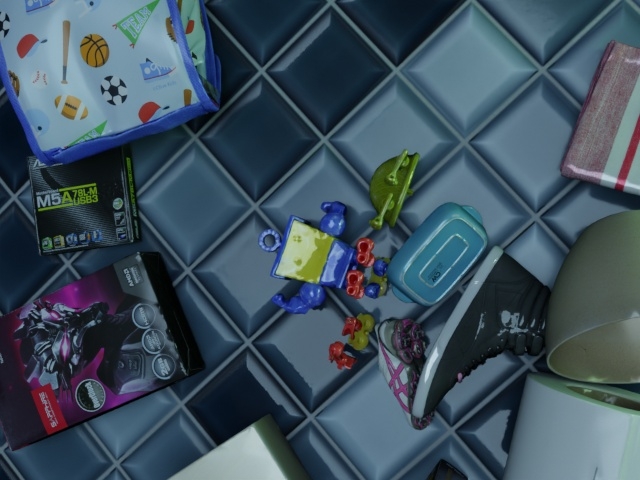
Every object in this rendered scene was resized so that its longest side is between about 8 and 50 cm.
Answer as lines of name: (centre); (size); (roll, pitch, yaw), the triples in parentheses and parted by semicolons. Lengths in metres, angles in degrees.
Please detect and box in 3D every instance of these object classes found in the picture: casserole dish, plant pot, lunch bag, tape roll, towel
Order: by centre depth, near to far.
tape roll: (0.397, 0.302, 1.150); (0.246, 0.246, 0.169); (13, 93, 13)
plant pot: (0.454, 0.070, 1.151); (0.284, 0.284, 0.191); (-7, 61, 13)
towel: (0.543, -0.159, 1.167); (0.329, 0.037, 0.237); (17, 75, 23)
casserole dish: (0.190, 0.027, 1.282); (0.114, 0.037, 0.188); (38, 97, -21)
lunch bag: (-0.355, -0.342, 1.346); (0.327, 0.239, 0.386); (-17, 78, 10)

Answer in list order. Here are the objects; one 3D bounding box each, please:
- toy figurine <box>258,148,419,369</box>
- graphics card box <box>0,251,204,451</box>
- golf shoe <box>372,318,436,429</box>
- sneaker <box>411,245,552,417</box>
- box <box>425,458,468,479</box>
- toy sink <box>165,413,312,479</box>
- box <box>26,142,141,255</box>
toy figurine: (0.000, 0.000, 1.284); (0.217, 0.191, 0.363); (19, 92, 18)
graphics card box: (-0.413, 0.194, 1.418); (0.370, 0.094, 0.233); (-23, 83, 11)
golf shoe: (0.137, 0.215, 1.312); (0.086, 0.067, 0.186); (-7, 97, 50)
sneaker: (0.259, 0.164, 1.234); (0.147, 0.104, 0.296); (29, 79, 14)
box: (0.136, 0.462, 1.238); (0.056, 0.183, 0.231); (35, 97, 12)
toy sink: (-0.150, 0.417, 1.333); (0.234, 0.131, 0.153); (-35, 81, 5)
box: (-0.424, -0.075, 1.451); (0.190, 0.045, 0.184); (-7, 89, 12)
